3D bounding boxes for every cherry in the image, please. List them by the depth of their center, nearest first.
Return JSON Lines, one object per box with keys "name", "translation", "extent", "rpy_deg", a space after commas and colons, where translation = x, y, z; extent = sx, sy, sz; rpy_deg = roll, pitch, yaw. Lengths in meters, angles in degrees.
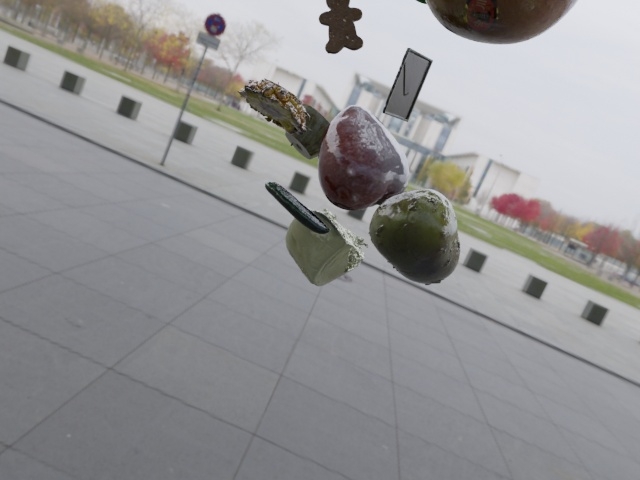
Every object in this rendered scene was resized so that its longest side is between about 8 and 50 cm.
{"name": "cherry", "translation": [0.146, -0.253, 1.895], "extent": [0.326, 0.335, 0.291], "rpy_deg": [17, -29, -40]}

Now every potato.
{"name": "potato", "translation": [0.237, -0.001, 1.394], "extent": [0.307, 0.210, 0.173], "rpy_deg": [53, 25, -49]}

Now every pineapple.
{"name": "pineapple", "translation": [-0.117, -0.368, 1.550], "extent": [0.225, 0.076, 0.225], "rpy_deg": [32, -7, 4]}

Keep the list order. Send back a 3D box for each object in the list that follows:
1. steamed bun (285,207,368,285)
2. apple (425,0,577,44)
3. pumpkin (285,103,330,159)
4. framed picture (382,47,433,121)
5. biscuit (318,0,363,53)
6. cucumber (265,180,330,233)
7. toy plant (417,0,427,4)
{"name": "steamed bun", "translation": [0.000, 0.000, 2.181], "extent": [0.290, 0.273, 0.272], "rpy_deg": [45, -5, 33]}
{"name": "apple", "translation": [0.434, -0.655, 1.345], "extent": [0.400, 0.400, 0.333], "rpy_deg": [29, -2, 30]}
{"name": "pumpkin", "translation": [-0.056, -0.378, 2.079], "extent": [0.217, 0.110, 0.217], "rpy_deg": [31, -20, 13]}
{"name": "framed picture", "translation": [0.349, -0.617, 2.291], "extent": [0.018, 0.265, 0.192], "rpy_deg": [32, 18, 34]}
{"name": "biscuit", "translation": [0.065, -0.683, 1.785], "extent": [0.138, 0.205, 0.031], "rpy_deg": [-11, -4, 1]}
{"name": "cucumber", "translation": [-0.080, -0.103, 1.803], "extent": [0.284, 0.056, 0.056], "rpy_deg": [40, 15, 23]}
{"name": "toy plant", "translation": [0.413, -0.794, 1.823], "extent": [0.240, 0.088, 0.154], "rpy_deg": [15, -30, -2]}
